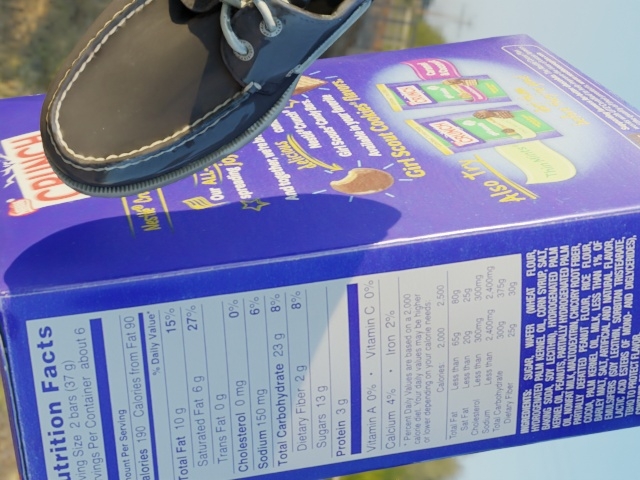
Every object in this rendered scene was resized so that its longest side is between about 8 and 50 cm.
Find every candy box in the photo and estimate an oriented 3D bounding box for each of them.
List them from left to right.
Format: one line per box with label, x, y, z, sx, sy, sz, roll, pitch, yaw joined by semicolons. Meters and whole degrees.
candy box;0.000;0.000;0.690;0.268;0.317;0.122;-121;-154;-64

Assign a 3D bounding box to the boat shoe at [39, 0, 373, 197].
boat shoe;-0.019;-0.092;0.484;0.206;0.075;0.065;-37;170;2
